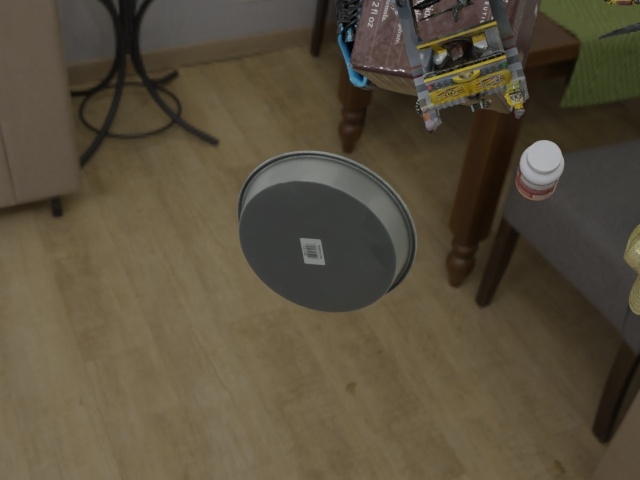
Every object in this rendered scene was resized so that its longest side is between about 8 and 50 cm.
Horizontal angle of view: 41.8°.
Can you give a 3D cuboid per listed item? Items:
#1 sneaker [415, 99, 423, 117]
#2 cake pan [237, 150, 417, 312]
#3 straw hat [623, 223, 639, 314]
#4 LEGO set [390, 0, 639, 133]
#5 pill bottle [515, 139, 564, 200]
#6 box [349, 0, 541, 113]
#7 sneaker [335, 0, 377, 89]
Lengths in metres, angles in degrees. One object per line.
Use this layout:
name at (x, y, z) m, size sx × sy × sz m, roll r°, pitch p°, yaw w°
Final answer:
sneaker at (0.248, -0.339, 1.802) m, size 0.063 × 0.162 × 0.073 m, roll 30°, pitch 53°, yaw 15°
cake pan at (0.000, 0.000, 1.288) m, size 0.293 × 0.293 × 0.054 m, roll 15°, pitch 41°, yaw 10°
straw hat at (0.365, 0.011, 0.907) m, size 0.061 × 0.144 × 0.144 m, roll 38°, pitch 46°, yaw -5°
LEGO set at (0.174, -0.218, 0.691) m, size 0.331 × 0.255 × 0.192 m, roll -13°, pitch 74°, yaw 6°
pill bottle at (0.437, -0.142, 1.668) m, size 0.086 × 0.152 × 0.086 m, roll -2°, pitch 74°, yaw 7°
box at (0.172, -0.283, 1.137) m, size 0.203 × 0.169 × 0.167 m, roll 14°, pitch 3°, yaw 20°
sneaker at (0.093, -0.509, 1.888) m, size 0.125 × 0.341 × 0.139 m, roll -7°, pitch 17°, yaw 29°
